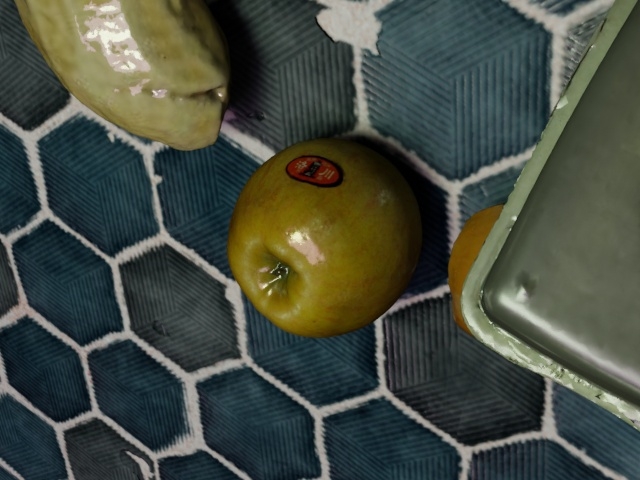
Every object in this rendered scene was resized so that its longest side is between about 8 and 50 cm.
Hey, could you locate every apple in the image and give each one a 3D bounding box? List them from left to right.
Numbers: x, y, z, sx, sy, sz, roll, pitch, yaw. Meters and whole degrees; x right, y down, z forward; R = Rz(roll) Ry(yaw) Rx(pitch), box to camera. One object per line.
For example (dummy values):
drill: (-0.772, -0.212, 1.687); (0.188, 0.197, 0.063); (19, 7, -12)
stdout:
apple: (0.000, 0.000, 0.905); (0.182, 0.155, 0.183); (17, 127, 23)

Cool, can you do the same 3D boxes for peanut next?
peanut: (-0.183, -0.235, 0.894); (0.174, 0.158, 0.340); (-10, 119, 7)

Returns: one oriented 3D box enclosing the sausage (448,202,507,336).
sausage: (0.273, 0.047, 0.777); (0.353, 0.116, 0.134); (7, 113, 28)

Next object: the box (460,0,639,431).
box: (0.239, -0.024, 0.643); (0.220, 0.166, 0.291); (29, 95, 19)
